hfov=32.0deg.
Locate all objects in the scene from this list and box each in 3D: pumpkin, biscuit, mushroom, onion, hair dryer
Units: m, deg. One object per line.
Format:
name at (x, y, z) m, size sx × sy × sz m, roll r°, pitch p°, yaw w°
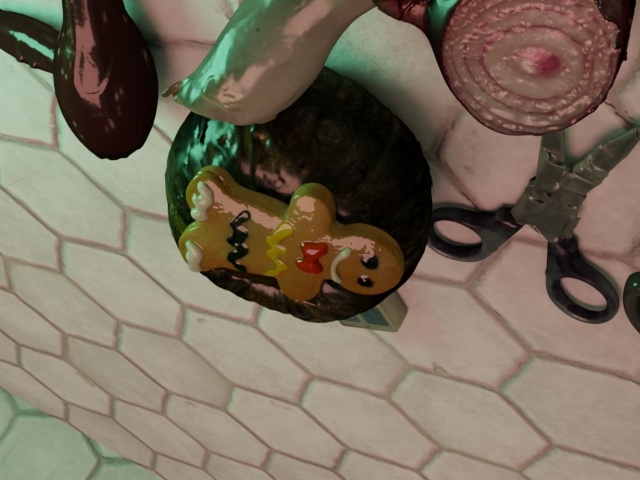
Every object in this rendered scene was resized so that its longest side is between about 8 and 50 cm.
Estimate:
pumpkin at (-0.025, -0.051, 1.255) m, size 0.320 × 0.192 × 0.320 m, roll 9°, pitch 130°, yaw 11°
biscuit at (-0.032, 0.005, 1.152) m, size 0.240 × 0.035 × 0.158 m, roll 14°, pitch 135°, yaw 7°
mushroom at (-0.013, -0.214, 1.036) m, size 0.351 × 0.097 × 0.109 m, roll -37°, pitch 68°, yaw 34°
onion at (0.148, -0.198, 0.923) m, size 0.218 × 0.140 × 0.195 m, roll 13°, pitch 150°, yaw 6°
hair dryer at (-0.346, -0.273, 1.358) m, size 0.340 × 0.123 × 0.313 m, roll 27°, pitch 142°, yaw 29°

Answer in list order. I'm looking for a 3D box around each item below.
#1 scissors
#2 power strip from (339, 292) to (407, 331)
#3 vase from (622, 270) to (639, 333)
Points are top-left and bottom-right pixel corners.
scissors at (0.246, -0.040, 1.219) m, size 0.256 × 0.029 × 0.383 m, roll 25°, pitch 153°, yaw 11°
power strip at (0.000, 0.000, 1.494) m, size 0.106 × 0.043 × 0.367 m, roll 3°, pitch 141°, yaw 39°
vase at (0.446, 0.102, 1.154) m, size 0.251 × 0.156 × 0.301 m, roll 7°, pitch 150°, yaw 30°
